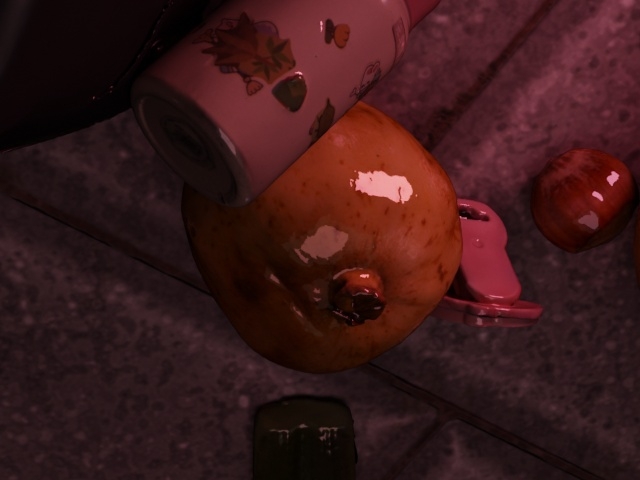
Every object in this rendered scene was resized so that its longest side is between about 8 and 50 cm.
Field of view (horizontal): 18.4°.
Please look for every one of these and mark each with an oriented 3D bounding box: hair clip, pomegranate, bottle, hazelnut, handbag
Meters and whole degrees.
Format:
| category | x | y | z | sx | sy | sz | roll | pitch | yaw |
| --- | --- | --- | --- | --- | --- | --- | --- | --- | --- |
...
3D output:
| category | x | y | z | sx | sy | sz | roll | pitch | yaw |
| --- | --- | --- | --- | --- | --- | --- | --- | --- | --- |
| hair clip | 0.115 | 0.046 | 1.591 | 0.123 | 0.138 | 0.102 | 1 | 130 | -21 |
| pomegranate | 0.000 | 0.000 | 1.491 | 0.215 | 0.215 | 0.215 | -5 | 126 | -7 |
| bottle | -0.009 | -0.144 | 1.393 | 0.253 | 0.120 | 0.120 | -45 | 129 | -22 |
| hazelnut | 0.210 | -0.032 | 1.595 | 0.086 | 0.086 | 0.086 | -5 | 126 | -7 |
| handbag | -0.142 | -0.206 | 1.320 | 0.288 | 0.152 | 0.342 | -10 | 140 | -54 |

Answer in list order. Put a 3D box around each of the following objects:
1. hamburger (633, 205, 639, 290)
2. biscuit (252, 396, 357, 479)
| category | x | y | z | sx | sy | sz | roll | pitch | yaw |
| --- | --- | --- | --- | --- | --- | --- | --- | --- | --- |
| hamburger | 0.446 | 0.023 | 1.550 | 0.396 | 0.277 | 0.395 | -7 | 129 | -9 |
| biscuit | -0.011 | 0.273 | 1.787 | 0.099 | 0.038 | 0.322 | -3 | 126 | -5 |
